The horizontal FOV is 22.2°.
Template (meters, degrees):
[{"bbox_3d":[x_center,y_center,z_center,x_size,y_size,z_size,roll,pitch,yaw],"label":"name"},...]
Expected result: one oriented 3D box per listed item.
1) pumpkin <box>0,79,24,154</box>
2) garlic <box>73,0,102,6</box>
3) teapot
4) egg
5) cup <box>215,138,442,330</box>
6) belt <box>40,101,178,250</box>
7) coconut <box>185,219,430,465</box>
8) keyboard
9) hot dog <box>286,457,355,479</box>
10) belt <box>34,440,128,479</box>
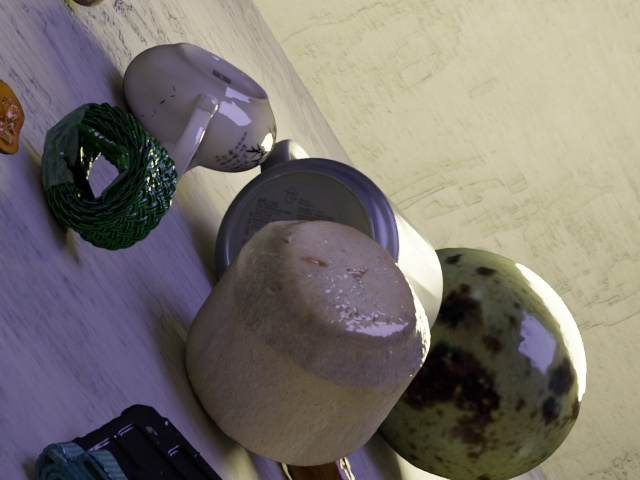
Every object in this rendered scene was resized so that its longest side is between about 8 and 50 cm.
[{"bbox_3d":[-0.298,-0.109,1.494,0.050,0.028,0.083,52,22,-39],"label":"pumpkin"},{"bbox_3d":[-0.297,-0.340,2.020,0.074,0.094,0.113,-54,131,-34],"label":"garlic"},{"bbox_3d":[-0.162,-0.152,2.055,0.208,0.166,0.299,42,23,-11],"label":"teapot"},{"bbox_3d":[0.222,0.185,2.509,0.345,0.345,0.428,58,-3,-25],"label":"egg"},{"bbox_3d":[0.000,0.000,2.139,0.322,0.237,0.327,66,10,18],"label":"cup"},{"bbox_3d":[-0.212,-0.068,1.566,0.151,0.121,0.079,54,7,37],"label":"belt"},{"bbox_3d":[-0.023,0.115,1.742,0.237,0.266,0.237,17,40,-14],"label":"coconut"},{"bbox_3d":[-0.089,0.237,1.274,0.106,0.016,0.262,-30,67,-39],"label":"keyboard"},{"bbox_3d":[-0.036,0.195,1.903,0.061,0.088,0.286,29,40,-72],"label":"hot dog"},{"bbox_3d":[-0.153,0.231,1.212,0.179,0.100,0.065,48,8,12],"label":"belt"}]
